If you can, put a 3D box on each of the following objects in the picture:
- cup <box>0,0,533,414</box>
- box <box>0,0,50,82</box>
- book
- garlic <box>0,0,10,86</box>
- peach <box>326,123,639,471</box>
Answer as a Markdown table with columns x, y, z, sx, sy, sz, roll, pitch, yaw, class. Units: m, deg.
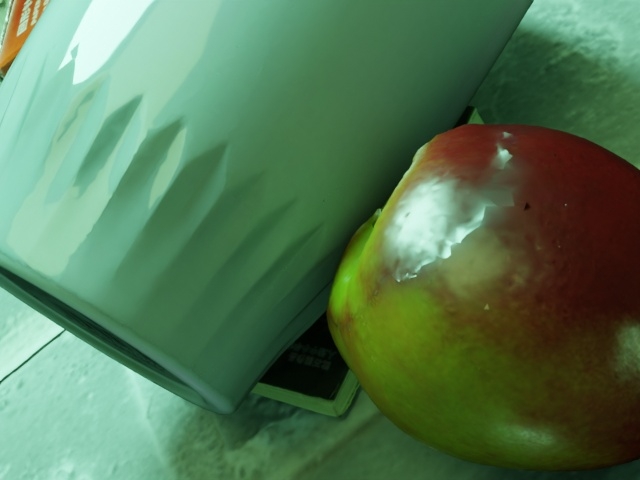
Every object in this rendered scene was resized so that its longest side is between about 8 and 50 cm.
| x | y | z | sx | sy | sz | roll | pitch | yaw | class |
| --- | --- | --- | --- | --- | --- | --- | --- | --- | --- |
| -0.041 | -0.101 | 0.753 | 0.253 | 0.253 | 0.372 | 18 | 71 | 41 | cup |
| -0.138 | -0.142 | 0.924 | 0.099 | 0.182 | 0.133 | -25 | 48 | 35 | box |
| 0.000 | 0.000 | 0.841 | 0.160 | 0.024 | 0.228 | 10 | 64 | 39 | book |
| -0.248 | -0.188 | 1.077 | 0.142 | 0.178 | 0.230 | -4 | 69 | -6 | garlic |
| 0.110 | 0.035 | 0.640 | 0.197 | 0.197 | 0.197 | -18 | 50 | 22 | peach |
